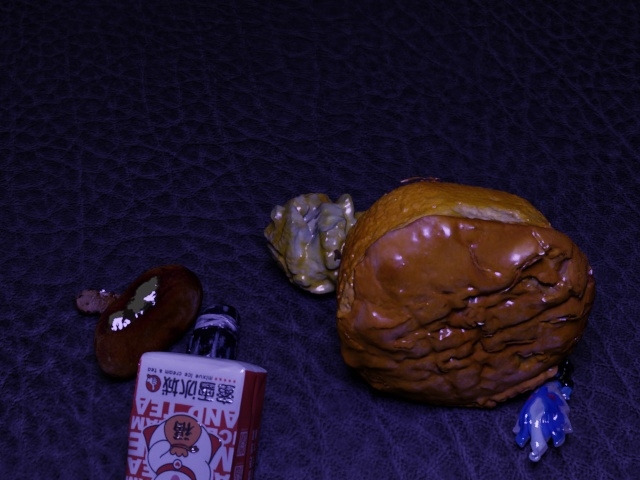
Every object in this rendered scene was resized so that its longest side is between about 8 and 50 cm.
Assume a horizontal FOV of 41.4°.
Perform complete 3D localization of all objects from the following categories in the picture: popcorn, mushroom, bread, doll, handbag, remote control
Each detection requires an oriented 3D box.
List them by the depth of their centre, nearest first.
[{"bbox_3d":[-0.185,0.316,1.218,0.171,0.151,0.298,6,82,11],"label":"handbag"},{"bbox_3d":[0.214,0.090,1.310,0.398,0.398,0.215,-5,38,-4],"label":"bread"},{"bbox_3d":[0.356,0.269,1.335,0.096,0.070,0.195,-11,35,34],"label":"doll"},{"bbox_3d":[-0.186,0.200,1.403,0.090,0.066,0.266,3,46,2],"label":"remote control"},{"bbox_3d":[-0.336,0.112,1.463,0.217,0.148,0.227,20,46,40],"label":"mushroom"},{"bbox_3d":[0.000,-0.001,1.527,0.187,0.167,0.185,23,45,16],"label":"popcorn"}]
